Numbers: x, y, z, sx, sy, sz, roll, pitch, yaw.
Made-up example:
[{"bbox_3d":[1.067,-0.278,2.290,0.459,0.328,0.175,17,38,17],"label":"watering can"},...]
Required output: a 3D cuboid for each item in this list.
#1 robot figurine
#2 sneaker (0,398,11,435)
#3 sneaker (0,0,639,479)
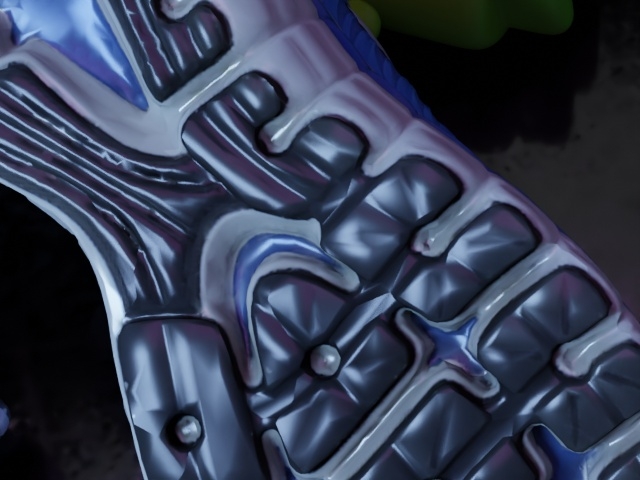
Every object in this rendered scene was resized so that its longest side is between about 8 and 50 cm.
[{"bbox_3d":[0.026,-0.099,0.574,0.115,0.067,0.101,18,81,17],"label":"robot figurine"},{"bbox_3d":[-0.200,0.060,0.527,0.208,0.081,0.094,10,68,13],"label":"sneaker"},{"bbox_3d":[0.000,0.000,0.494,0.130,0.147,0.330,-35,84,13],"label":"sneaker"}]
